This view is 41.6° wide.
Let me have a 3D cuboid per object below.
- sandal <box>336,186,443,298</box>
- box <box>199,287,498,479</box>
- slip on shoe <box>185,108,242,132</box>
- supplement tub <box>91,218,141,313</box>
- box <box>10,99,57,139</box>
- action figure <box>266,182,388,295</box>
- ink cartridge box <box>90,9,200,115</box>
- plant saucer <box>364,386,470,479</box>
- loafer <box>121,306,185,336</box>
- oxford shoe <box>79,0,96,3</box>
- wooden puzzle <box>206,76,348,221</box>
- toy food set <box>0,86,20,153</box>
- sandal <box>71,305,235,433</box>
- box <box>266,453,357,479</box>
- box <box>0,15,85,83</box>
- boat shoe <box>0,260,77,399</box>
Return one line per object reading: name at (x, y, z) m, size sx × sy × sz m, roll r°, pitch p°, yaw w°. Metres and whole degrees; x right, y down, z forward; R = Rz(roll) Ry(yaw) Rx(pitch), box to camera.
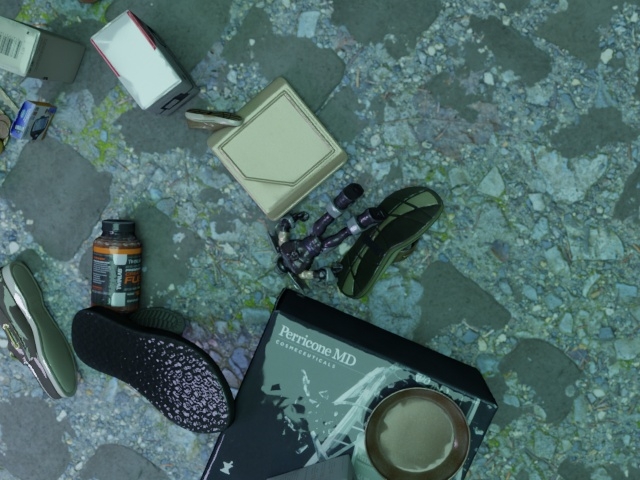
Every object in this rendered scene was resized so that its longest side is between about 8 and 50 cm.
sandal at (0.148, 0.002, 1.811) m, size 0.303 × 0.086 × 0.120 m, roll -49°, pitch 55°, yaw 22°
box at (0.041, 0.419, 1.762) m, size 0.480 × 0.297 × 0.471 m, roll 23°, pitch 95°, yaw 0°
slip on shoe at (-0.228, -0.252, 1.803) m, size 0.135 × 0.051 × 0.041 m, roll 10°, pitch 114°, yaw 18°
supplement tub at (-0.443, 0.055, 1.831) m, size 0.106 × 0.106 × 0.198 m, roll 4°, pitch 97°, yaw 2°
box at (-0.609, -0.254, 1.785) m, size 0.028 × 0.136 × 0.081 m, roll 27°, pitch 98°, yaw -1°
action figure at (0.000, 0.000, 1.794) m, size 0.285 × 0.099 × 0.185 m, roll -37°, pitch 90°, yaw 29°
ink cartridge box at (-0.348, -0.352, 1.713) m, size 0.100 × 0.237 × 0.172 m, roll -36°, pitch 94°, yaw 3°
plant saucer at (0.181, 0.369, 1.585) m, size 0.199 × 0.036 × 0.198 m, roll 0°, pitch 95°, yaw 1°
loafer at (-0.413, 0.212, 1.866) m, size 0.251 × 0.094 × 0.087 m, roll -5°, pitch 121°, yaw 12°
oxford shoe at (-0.498, -0.699, 1.753) m, size 0.146 × 0.140 × 0.397 m, roll 15°, pitch 104°, yaw 32°
wooden puzzle at (-0.093, -0.196, 1.820) m, size 0.221 × 0.044 × 0.238 m, roll -40°, pitch 89°, yaw 7°
toy food set at (-0.740, -0.241, 1.842) m, size 0.192 × 0.038 × 0.132 m, roll -42°, pitch 93°, yaw 6°
sandal at (-0.325, 0.239, 1.713) m, size 0.446 × 0.107 × 0.167 m, roll 24°, pitch 111°, yaw 31°
box at (-0.015, 0.481, 1.557) m, size 0.170 × 0.130 × 0.091 m, roll -19°, pitch 95°, yaw 6°
box at (-0.578, -0.382, 1.699) m, size 0.113 × 0.275 × 0.094 m, roll 21°, pitch 97°, yaw 1°
boat shoe at (-0.642, 0.209, 1.857) m, size 0.097 × 0.116 × 0.324 m, roll -25°, pitch 91°, yaw 10°
